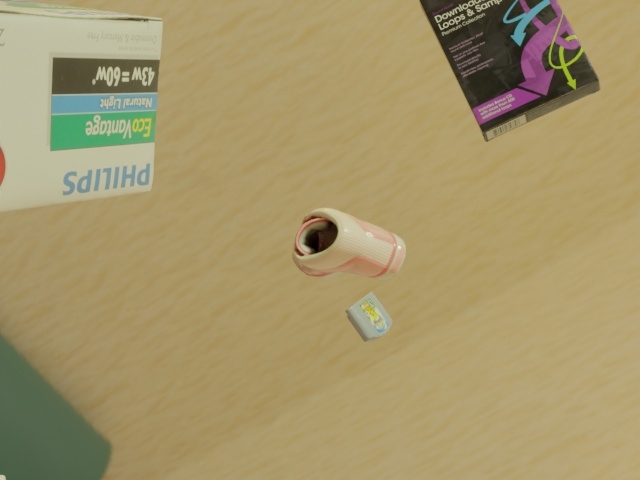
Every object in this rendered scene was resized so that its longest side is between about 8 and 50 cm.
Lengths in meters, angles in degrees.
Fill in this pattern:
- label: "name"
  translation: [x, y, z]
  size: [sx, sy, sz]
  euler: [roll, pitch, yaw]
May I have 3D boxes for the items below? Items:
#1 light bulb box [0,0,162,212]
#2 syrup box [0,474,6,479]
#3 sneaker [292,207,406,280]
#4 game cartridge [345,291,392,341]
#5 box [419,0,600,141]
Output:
- label: "light bulb box"
  translation: [-0.438, -0.179, 1.309]
  size: [0.358, 0.361, 0.225]
  euler: [-14, 113, -59]
- label: "syrup box"
  translation: [-0.356, 0.288, 0.920]
  size: [0.096, 0.237, 0.093]
  euler: [16, 44, -50]
- label: "sneaker"
  translation: [0.000, 0.000, 0.843]
  size: [0.070, 0.051, 0.134]
  euler: [19, -7, -31]
- label: "game cartridge"
  translation: [0.064, 0.100, 1.421]
  size: [0.056, 0.017, 0.083]
  euler: [58, 26, 1]
- label: "box"
  translation: [0.174, -0.187, 1.037]
  size: [0.029, 0.116, 0.162]
  euler: [49, 17, -67]
